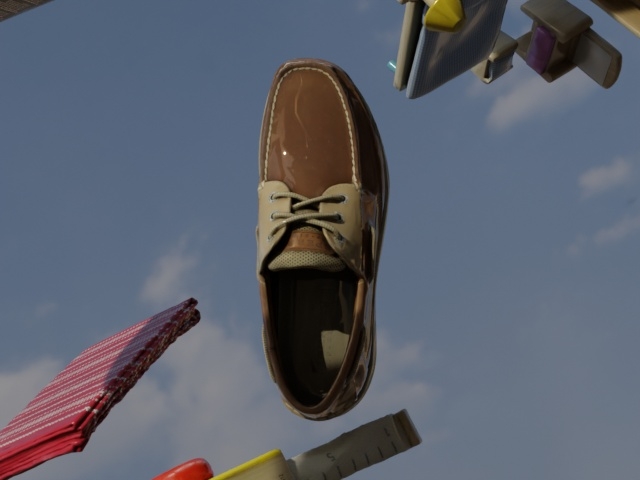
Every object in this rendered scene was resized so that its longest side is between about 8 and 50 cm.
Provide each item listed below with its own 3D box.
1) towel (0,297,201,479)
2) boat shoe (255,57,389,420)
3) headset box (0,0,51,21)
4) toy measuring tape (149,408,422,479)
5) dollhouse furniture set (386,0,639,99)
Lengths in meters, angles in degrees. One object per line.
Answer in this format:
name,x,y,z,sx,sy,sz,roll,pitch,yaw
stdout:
towel,-0.256,0.165,1.473,0.199,0.275,0.031,-25,-76,32
boat shoe,0.000,0.000,1.198,0.123,0.324,0.116,-5,1,7
headset box,-0.431,-0.355,1.674,0.293,0.110,0.218,-16,-15,26
toy measuring tape,-0.059,0.227,1.186,0.330,0.121,0.121,-19,-34,-39
dollhouse furniture set,0.215,-0.191,1.383,0.303,0.198,0.286,-33,-27,-26
